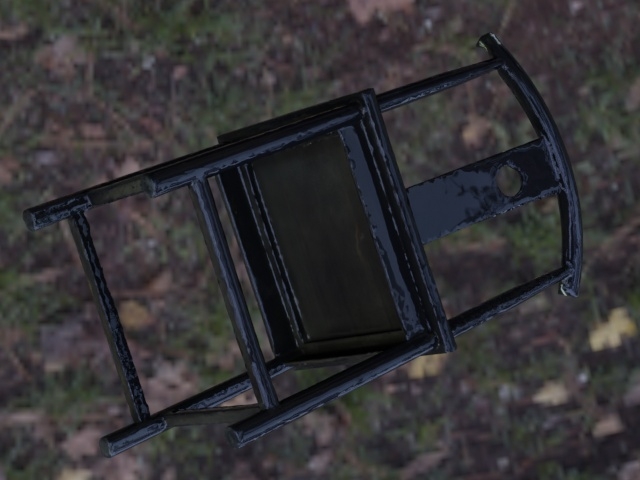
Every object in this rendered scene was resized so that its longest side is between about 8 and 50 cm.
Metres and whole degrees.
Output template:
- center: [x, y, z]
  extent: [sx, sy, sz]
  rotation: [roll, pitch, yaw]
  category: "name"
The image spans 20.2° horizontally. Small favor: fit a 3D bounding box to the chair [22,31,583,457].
- center: [0.000, 0.000, 0.951]
  extent: [0.260, 0.155, 0.141]
  rotation: [-22, -173, -39]
  category: "chair"
